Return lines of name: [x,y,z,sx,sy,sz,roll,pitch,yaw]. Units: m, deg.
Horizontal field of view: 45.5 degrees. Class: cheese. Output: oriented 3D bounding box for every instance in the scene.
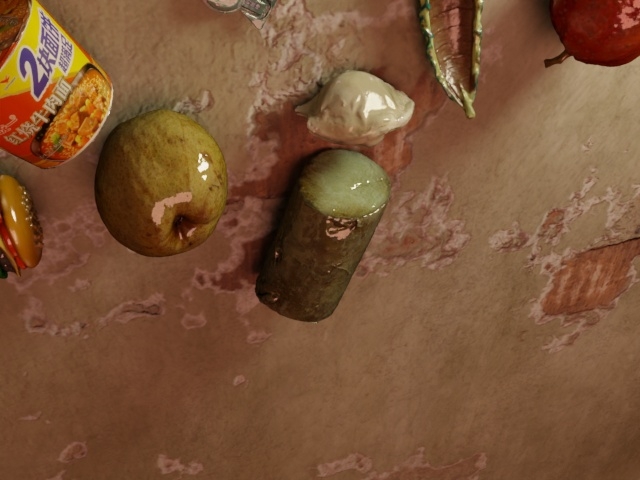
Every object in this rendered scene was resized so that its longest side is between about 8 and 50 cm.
cheese: [-0.122,-0.352,1.098,0.120,0.026,0.067,16,120,-33]

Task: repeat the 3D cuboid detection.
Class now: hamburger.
hamburger: [-0.480,-0.018,1.137,0.115,0.162,0.162,-16,132,-11]

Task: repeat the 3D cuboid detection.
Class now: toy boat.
toy boat: [0.209,-0.340,1.205,0.108,0.099,0.293,-17,124,-8]

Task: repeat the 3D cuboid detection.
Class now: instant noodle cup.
instant noodle cup: [-0.387,-0.204,0.999,0.213,0.213,0.174,-39,139,10]

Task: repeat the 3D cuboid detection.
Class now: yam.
yam: [0.000,0.000,1.352,0.168,0.168,0.304,5,126,-26]

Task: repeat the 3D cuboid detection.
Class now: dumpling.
dumpling: [0.060,-0.202,1.230,0.199,0.136,0.118,-8,138,-3]

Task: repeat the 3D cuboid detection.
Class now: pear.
pear: [-0.240,-0.075,1.150,0.188,0.211,0.229,6,126,-29]

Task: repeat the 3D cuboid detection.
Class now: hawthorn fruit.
hawthorn fruit: [0.456,-0.371,1.221,0.205,0.205,0.253,13,128,-31]
